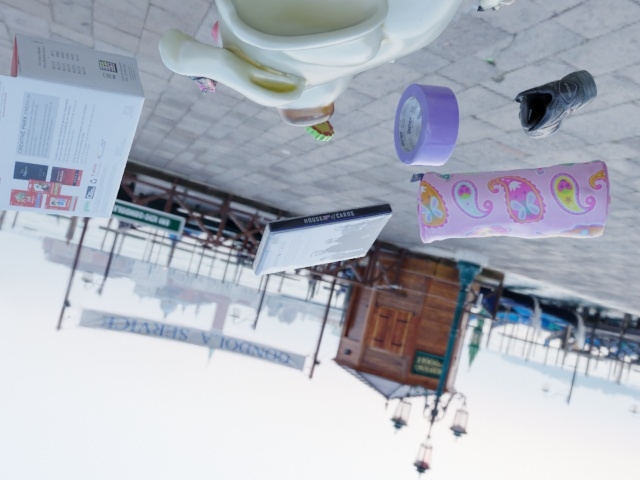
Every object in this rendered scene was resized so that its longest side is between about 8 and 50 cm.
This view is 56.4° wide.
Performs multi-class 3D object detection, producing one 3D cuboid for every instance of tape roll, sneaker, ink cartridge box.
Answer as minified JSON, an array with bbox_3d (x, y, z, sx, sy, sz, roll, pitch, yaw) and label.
[{"bbox_3d":[0.244,-0.268,1.396,0.080,0.188,0.189,1,177,-15],"label":"tape roll"},{"bbox_3d":[0.424,-0.251,1.167,0.131,0.087,0.227,-17,175,-6],"label":"sneaker"},{"bbox_3d":[-0.297,-0.404,1.530,0.047,0.057,0.119,21,-163,16],"label":"sneaker"},{"bbox_3d":[-0.497,-0.198,1.085,0.272,0.130,0.309,4,136,-32],"label":"ink cartridge box"}]

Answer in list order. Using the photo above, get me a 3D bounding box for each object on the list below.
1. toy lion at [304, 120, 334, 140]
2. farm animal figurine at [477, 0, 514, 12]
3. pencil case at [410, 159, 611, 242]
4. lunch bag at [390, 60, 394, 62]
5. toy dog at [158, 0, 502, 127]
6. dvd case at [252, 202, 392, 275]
[{"bbox_3d":[-0.019,-0.239,1.172,0.100,0.096,0.034,19,134,-31],"label":"toy lion"},{"bbox_3d":[0.431,-0.700,1.300,0.327,0.330,0.172,-24,-178,-12],"label":"farm animal figurine"},{"bbox_3d":[0.288,-0.060,0.918,0.285,0.124,0.124,-1,169,20],"label":"pencil case"},{"bbox_3d":[0.094,-0.569,1.383,0.236,0.286,0.168,6,-149,-17],"label":"lunch bag"},{"bbox_3d":[-0.011,-0.310,0.763,0.396,0.284,0.408,-11,178,-19],"label":"toy dog"},{"bbox_3d":[0.000,0.000,1.134,0.239,0.029,0.179,-9,155,-20],"label":"dvd case"}]
